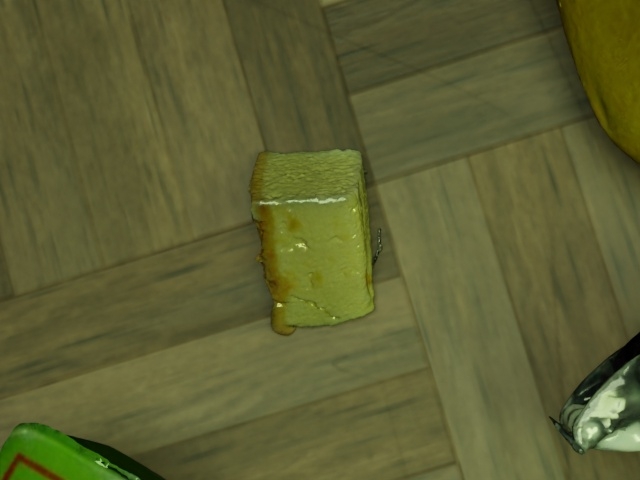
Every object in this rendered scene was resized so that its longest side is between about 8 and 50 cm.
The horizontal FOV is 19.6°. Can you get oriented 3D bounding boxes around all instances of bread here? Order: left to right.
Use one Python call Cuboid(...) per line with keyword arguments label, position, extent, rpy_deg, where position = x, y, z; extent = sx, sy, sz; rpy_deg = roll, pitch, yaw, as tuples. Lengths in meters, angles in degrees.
Cuboid(label="bread", position=(0.000, 0.000, 1.277), extent=(0.084, 0.080, 0.109), rpy_deg=(-6, 115, 8))

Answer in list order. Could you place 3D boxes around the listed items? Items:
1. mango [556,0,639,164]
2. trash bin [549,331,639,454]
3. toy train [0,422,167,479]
Cuboid(label="mango", position=(0.253, -0.217, 1.186), extent=(0.253, 0.182, 0.365), rpy_deg=(4, 85, 16))
Cuboid(label="trash bin", position=(0.341, 0.166, 1.094), extent=(0.296, 0.256, 0.367), rpy_deg=(-30, 86, 1))
Cuboid(label="toy train", position=(-0.145, 0.283, 1.178), extent=(0.249, 0.173, 0.307), rpy_deg=(27, 86, 18))
